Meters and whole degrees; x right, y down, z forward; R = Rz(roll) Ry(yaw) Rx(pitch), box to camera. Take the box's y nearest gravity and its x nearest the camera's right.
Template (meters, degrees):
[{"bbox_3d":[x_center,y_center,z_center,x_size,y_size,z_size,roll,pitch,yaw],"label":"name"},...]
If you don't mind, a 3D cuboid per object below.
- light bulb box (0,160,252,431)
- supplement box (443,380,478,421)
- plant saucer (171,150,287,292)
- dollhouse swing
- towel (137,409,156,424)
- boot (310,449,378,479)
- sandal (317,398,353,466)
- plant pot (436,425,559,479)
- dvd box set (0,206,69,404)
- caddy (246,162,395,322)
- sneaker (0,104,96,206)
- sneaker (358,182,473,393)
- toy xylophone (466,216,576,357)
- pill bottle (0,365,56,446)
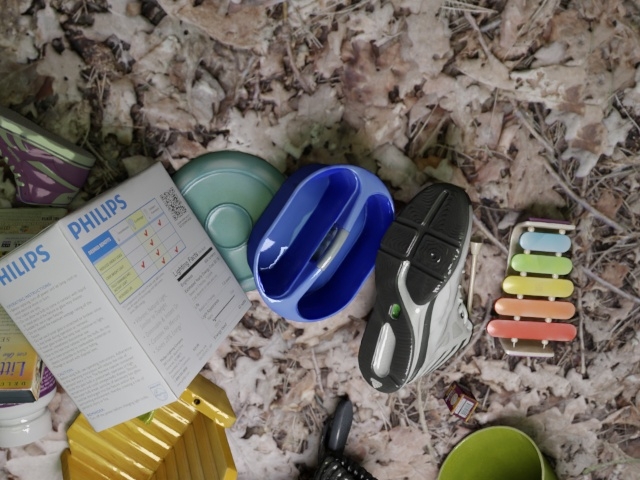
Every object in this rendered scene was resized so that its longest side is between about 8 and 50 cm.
[{"bbox_3d":[-0.366,0.094,1.361,0.225,0.358,0.361,-26,103,26],"label":"light bulb box"},{"bbox_3d":[0.321,0.367,1.633,0.043,0.083,0.055,28,98,-9],"label":"supplement box"},{"bbox_3d":[-0.197,-0.032,1.533,0.317,0.044,0.318,-1,102,-5],"label":"plant saucer"},{"bbox_3d":[-0.373,0.464,1.487,0.315,0.305,0.347,36,97,-11],"label":"dollhouse swing"},{"bbox_3d":[-0.429,0.296,1.514,0.237,0.021,0.102,21,89,30],"label":"towel"},{"bbox_3d":[-0.051,0.562,1.543,0.347,0.131,0.260,26,103,-1],"label":"boot"},{"bbox_3d":[0.018,0.484,1.634,0.054,0.097,0.255,17,100,19],"label":"sandal"},{"bbox_3d":[0.456,0.618,1.628,0.275,0.275,0.293,-44,118,5],"label":"plant pot"},{"bbox_3d":[-0.664,0.114,1.366,0.307,0.421,0.062,-2,142,-5],"label":"dvd box set"},{"bbox_3d":[0.000,0.000,1.458,0.241,0.179,0.341,33,91,-24],"label":"caddy"},{"bbox_3d":[-0.620,-0.166,1.444,0.282,0.102,0.161,30,101,-10],"label":"sneaker"},{"bbox_3d":[0.239,0.093,1.506,0.169,0.257,0.448,28,108,34],"label":"sneaker"},{"bbox_3d":[0.449,0.103,1.592,0.236,0.081,0.323,-3,101,-3],"label":"toy xylophone"},{"bbox_3d":[-0.649,0.267,1.492,0.169,0.169,0.302,-6,101,-3],"label":"pill bottle"}]
